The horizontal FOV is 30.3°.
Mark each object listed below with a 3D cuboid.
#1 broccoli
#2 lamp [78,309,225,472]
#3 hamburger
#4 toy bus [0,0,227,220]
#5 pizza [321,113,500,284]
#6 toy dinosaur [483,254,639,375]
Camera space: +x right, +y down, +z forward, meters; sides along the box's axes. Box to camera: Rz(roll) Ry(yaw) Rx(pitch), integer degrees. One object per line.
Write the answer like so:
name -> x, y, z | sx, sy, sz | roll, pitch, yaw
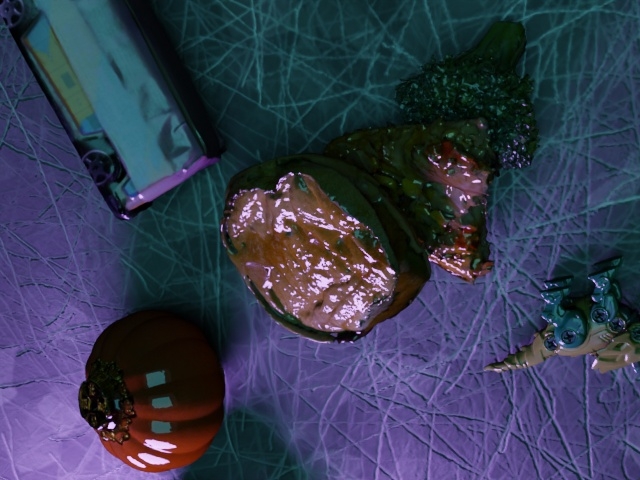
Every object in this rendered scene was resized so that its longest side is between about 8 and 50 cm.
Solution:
broccoli -> 0.210, -0.188, 1.464 | 0.194, 0.194, 0.220 | -34, 125, 15
lamp -> -0.227, 0.204, 1.603 | 0.223, 0.196, 0.223 | 11, 105, 47
hamburger -> 0.002, 0.002, 1.503 | 0.285, 0.134, 0.265 | -15, 112, 44
toy bus -> -0.276, -0.233, 1.532 | 0.162, 0.171, 0.386 | -28, 97, 4
pizza -> 0.149, -0.044, 1.477 | 0.251, 0.287, 0.074 | 49, 64, -22
toy dinosaur -> 0.330, 0.114, 1.551 | 0.259, 0.094, 0.153 | -12, 97, 21
